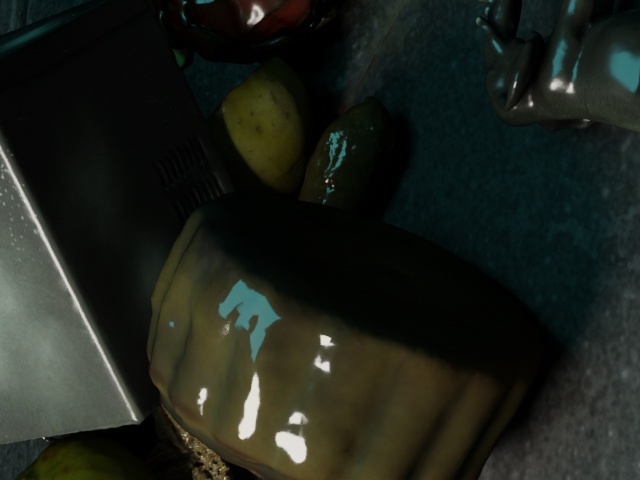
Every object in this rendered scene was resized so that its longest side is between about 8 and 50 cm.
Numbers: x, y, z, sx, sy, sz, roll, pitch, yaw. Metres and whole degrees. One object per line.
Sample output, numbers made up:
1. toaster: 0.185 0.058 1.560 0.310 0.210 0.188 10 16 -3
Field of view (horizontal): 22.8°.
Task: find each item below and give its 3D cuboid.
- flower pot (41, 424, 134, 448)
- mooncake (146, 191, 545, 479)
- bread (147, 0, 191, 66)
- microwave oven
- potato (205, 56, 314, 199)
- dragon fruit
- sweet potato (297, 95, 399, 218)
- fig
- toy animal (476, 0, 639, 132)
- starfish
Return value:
1. flower pot: -0.241 0.145 1.641 0.107 0.157 0.157 -55 41 13
2. mooncake: 0.010 0.085 1.198 0.290 0.290 0.161 42 116 50
3. bread: -0.169 -0.257 1.770 0.074 0.084 0.139 -29 27 46
4. microwave oven: -0.310 0.008 1.417 0.432 0.236 0.374 -12 109 36
5. potato: -0.082 -0.050 1.504 0.111 0.160 0.271 42 126 4
6. dragon fruit: -0.077 -0.250 1.517 0.189 0.182 0.182 157 120 -69
7. sweet potato: 0.000 0.000 1.424 0.075 0.075 0.273 47 121 49
8. fig: -0.211 0.307 1.510 0.203 0.225 0.203 -41 19 18
9. toy animal: 0.201 -0.150 1.156 0.245 0.115 0.146 11 88 54
10. starfish: -0.114 0.212 1.521 0.227 0.043 0.240 63 144 26
